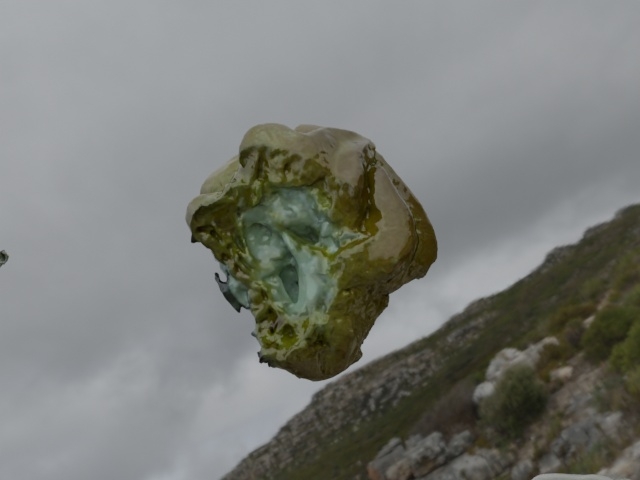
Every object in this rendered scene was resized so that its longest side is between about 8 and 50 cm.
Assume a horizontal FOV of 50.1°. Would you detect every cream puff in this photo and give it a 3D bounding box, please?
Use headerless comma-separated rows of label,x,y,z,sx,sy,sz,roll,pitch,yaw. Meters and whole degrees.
cream puff,0.004,0.006,0.899,0.270,0.323,0.274,-28,-1,3

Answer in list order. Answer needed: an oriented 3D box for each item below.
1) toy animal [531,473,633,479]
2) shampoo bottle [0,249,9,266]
toy animal,0.295,0.370,0.750,0.204,0.208,0.156,-11,-26,24
shampoo bottle,-0.455,-0.035,0.796,0.057,0.207,0.063,-9,36,45
